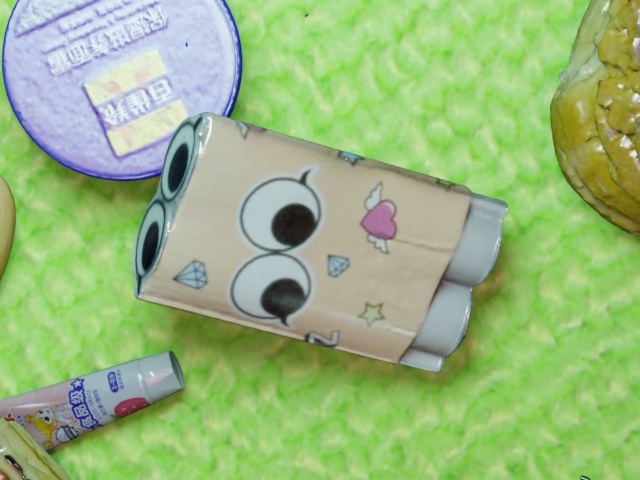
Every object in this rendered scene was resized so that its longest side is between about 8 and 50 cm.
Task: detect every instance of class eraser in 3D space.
[{"bbox_3d":[0.000,0.000,1.571,0.290,0.087,0.171,15,108,-23],"label":"eraser"}]

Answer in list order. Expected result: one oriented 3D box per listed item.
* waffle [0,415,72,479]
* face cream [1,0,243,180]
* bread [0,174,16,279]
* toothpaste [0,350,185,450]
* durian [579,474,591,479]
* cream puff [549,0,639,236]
[{"bbox_3d":[-0.322,0.368,1.607,0.376,0.114,0.261,-43,87,5],"label":"waffle"},{"bbox_3d":[-0.170,-0.155,1.598,0.206,0.111,0.206,0,94,-1],"label":"face cream"},{"bbox_3d":[-0.338,0.016,1.623,0.114,0.077,0.189,22,92,-22],"label":"bread"},{"bbox_3d":[-0.219,0.148,1.651,0.194,0.043,0.067,-21,98,6],"label":"toothpaste"},{"bbox_3d":[0.320,0.380,1.641,0.132,0.106,0.375,-18,98,-5],"label":"durian"},{"bbox_3d":[0.357,-0.148,1.550,0.343,0.231,0.327,-32,97,1],"label":"cream puff"}]
